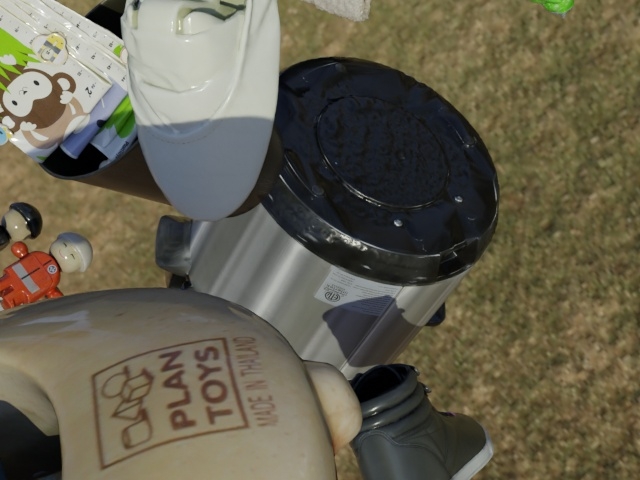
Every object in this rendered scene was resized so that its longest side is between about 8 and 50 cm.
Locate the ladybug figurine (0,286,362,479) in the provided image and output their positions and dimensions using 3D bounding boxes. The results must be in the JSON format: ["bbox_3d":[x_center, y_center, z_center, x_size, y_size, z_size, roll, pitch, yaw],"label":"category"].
[{"bbox_3d":[-0.176,0.186,0.507,0.449,0.162,0.305,-26,38,4],"label":"ladybug figurine"}]

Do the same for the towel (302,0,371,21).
[{"bbox_3d":[0.001,-0.448,1.530,0.187,0.282,0.049,23,36,24],"label":"towel"}]

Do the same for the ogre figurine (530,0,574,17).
[{"bbox_3d":[0.249,-0.329,1.279,0.097,0.197,0.118,14,92,27],"label":"ogre figurine"}]

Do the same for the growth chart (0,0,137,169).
[{"bbox_3d":[-0.256,-0.145,0.988,0.172,0.237,0.021,-57,19,29],"label":"growth chart"}]

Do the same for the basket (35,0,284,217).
[{"bbox_3d":[-0.145,-0.114,1.124,0.154,0.227,0.204,35,91,32],"label":"basket"}]

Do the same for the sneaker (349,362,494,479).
[{"bbox_3d":[0.106,0.192,1.220,0.105,0.146,0.296,-20,-1,20],"label":"sneaker"}]

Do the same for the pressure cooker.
[{"bbox_3d":[-0.002,0.004,1.552,0.375,0.370,0.420,-35,-17,-41],"label":"pressure cooker"}]

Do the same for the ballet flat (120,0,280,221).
[{"bbox_3d":[-0.099,-0.214,0.900,0.139,0.139,0.400,16,99,51],"label":"ballet flat"}]

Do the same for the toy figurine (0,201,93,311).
[{"bbox_3d":[-0.398,0.070,1.567,0.213,0.209,0.148,22,46,41],"label":"toy figurine"}]
